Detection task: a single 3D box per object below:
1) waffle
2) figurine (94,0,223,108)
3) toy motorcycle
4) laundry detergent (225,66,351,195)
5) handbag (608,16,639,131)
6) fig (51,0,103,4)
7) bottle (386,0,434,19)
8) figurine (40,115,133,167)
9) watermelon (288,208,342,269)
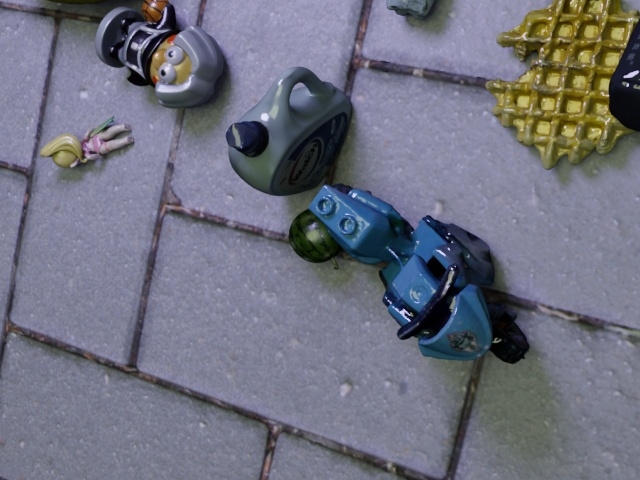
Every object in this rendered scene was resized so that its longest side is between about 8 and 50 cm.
[{"bbox_3d":[0.389,-0.248,1.233,0.261,0.056,0.250,-34,79,17],"label":"waffle"},{"bbox_3d":[-0.285,-0.346,1.483,0.236,0.133,0.176,32,106,23],"label":"figurine"},{"bbox_3d":[0.148,0.046,1.248,0.416,0.232,0.172,44,110,17],"label":"toy motorcycle"},{"bbox_3d":[-0.061,-0.177,1.306,0.105,0.280,0.215,32,103,21],"label":"laundry detergent"},{"bbox_3d":[0.559,-0.265,1.046,0.275,0.178,0.302,25,82,30],"label":"handbag"},{"bbox_3d":[-0.462,-0.558,1.493,0.326,0.258,0.258,-15,85,36],"label":"fig"},{"bbox_3d":[0.174,-0.500,1.303,0.083,0.083,0.269,17,98,22],"label":"bottle"},{"bbox_3d":[-0.464,-0.193,1.597,0.187,0.083,0.083,-13,86,13],"label":"figurine"},{"bbox_3d":[-0.003,-0.006,1.384,0.109,0.109,0.109,1,91,23],"label":"watermelon"}]
